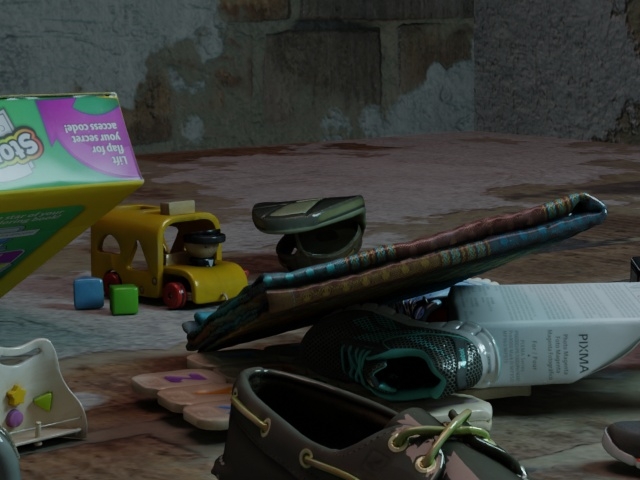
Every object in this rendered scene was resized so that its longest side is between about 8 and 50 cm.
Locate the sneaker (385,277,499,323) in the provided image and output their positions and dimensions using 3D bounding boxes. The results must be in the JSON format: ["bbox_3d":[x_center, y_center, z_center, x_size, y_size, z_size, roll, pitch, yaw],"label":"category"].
[{"bbox_3d":[0.092,0.058,1.680,0.162,0.063,0.073,2,11,18],"label":"sneaker"}]

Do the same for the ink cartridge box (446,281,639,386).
[{"bbox_3d":[0.219,0.071,1.440,0.232,0.066,0.189,2,8,2],"label":"ink cartridge box"}]

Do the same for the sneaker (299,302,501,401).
[{"bbox_3d":[0.047,0.087,1.340,0.166,0.065,0.076,0,15,34],"label":"sneaker"}]

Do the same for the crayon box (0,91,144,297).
[{"bbox_3d":[-0.398,-0.022,1.653,0.363,0.106,0.313,-7,-19,-41],"label":"crayon box"}]

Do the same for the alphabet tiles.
[{"bbox_3d":[0.007,0.117,1.407,0.278,0.021,0.284,-5,9,-26],"label":"alphabet tiles"}]

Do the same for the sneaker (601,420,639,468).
[{"bbox_3d":[0.265,0.122,1.190,0.158,0.065,0.061,3,9,21],"label":"sneaker"}]

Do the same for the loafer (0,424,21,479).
[{"bbox_3d":[-0.286,0.126,1.097,0.251,0.094,0.087,2,13,21],"label":"loafer"}]

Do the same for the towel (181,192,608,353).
[{"bbox_3d":[0.044,0.028,1.437,0.271,0.040,0.370,-15,-5,-14],"label":"towel"}]

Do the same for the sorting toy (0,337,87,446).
[{"bbox_3d":[-0.211,0.109,1.281,0.045,0.075,0.083,7,10,42],"label":"sorting toy"}]

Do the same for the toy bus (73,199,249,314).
[{"bbox_3d":[-0.152,0.010,1.886,0.202,0.104,0.191,-1,8,-1],"label":"toy bus"}]

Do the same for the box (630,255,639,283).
[{"bbox_3d":[0.402,0.063,1.635,0.216,0.060,0.270,1,8,3],"label":"box"}]

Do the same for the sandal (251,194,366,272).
[{"bbox_3d":[0.002,0.000,2.066,0.120,0.086,0.303,-5,-8,10],"label":"sandal"}]

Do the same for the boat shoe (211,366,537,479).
[{"bbox_3d":[0.045,0.137,1.006,0.109,0.091,0.305,-7,10,-39],"label":"boat shoe"}]
